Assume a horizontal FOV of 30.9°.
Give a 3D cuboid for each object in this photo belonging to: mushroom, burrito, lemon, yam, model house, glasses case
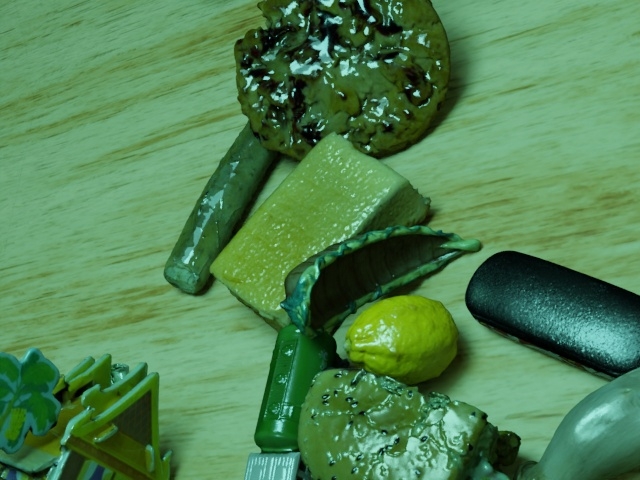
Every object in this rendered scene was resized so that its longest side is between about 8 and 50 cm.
[{"bbox_3d":[0.306,0.222,1.260,0.212,0.088,0.097,-45,73,6],"label":"mushroom"},{"bbox_3d":[-0.308,0.235,1.698,0.074,0.044,0.118,3,63,28],"label":"burrito"},{"bbox_3d":[0.101,0.124,1.434,0.155,0.114,0.114,-9,40,-25],"label":"lemon"},{"bbox_3d":[-0.130,-0.090,1.788,0.083,0.083,0.371,11,66,39],"label":"yam"},{"bbox_3d":[-0.374,0.264,1.502,0.242,0.358,0.312,4,64,38],"label":"model house"},{"bbox_3d":[0.289,0.087,1.378,0.267,0.067,0.103,24,76,42],"label":"glasses case"}]

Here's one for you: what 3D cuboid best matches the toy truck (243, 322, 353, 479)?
[{"bbox_3d":[-0.025,0.229,1.454,0.101,0.125,0.242,-6,57,30],"label":"toy truck"}]

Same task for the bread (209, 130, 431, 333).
[{"bbox_3d":[0.000,0.000,1.611,0.274,0.114,0.185,-50,49,-5],"label":"bread"}]

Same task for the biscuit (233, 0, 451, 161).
[{"bbox_3d":[0.023,-0.257,1.691,0.334,0.081,0.289,-14,91,20],"label":"biscuit"}]

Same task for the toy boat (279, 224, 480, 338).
[{"bbox_3d":[0.068,0.037,1.488,0.293,0.108,0.099,-21,31,-32],"label":"toy boat"}]

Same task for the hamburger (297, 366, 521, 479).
[{"bbox_3d":[0.091,0.255,1.323,0.288,0.167,0.192,13,66,40],"label":"hamburger"}]
